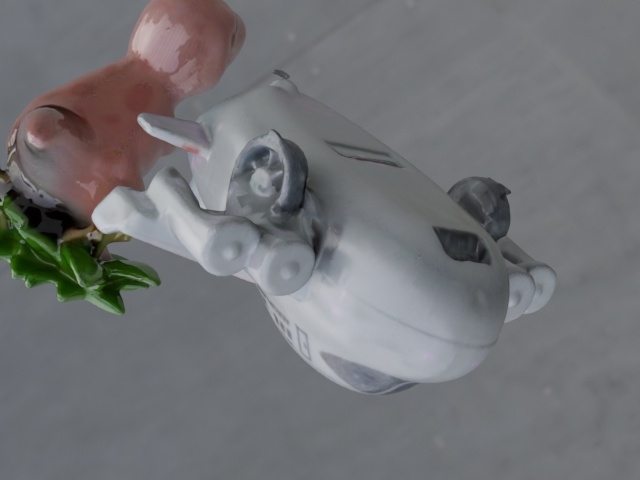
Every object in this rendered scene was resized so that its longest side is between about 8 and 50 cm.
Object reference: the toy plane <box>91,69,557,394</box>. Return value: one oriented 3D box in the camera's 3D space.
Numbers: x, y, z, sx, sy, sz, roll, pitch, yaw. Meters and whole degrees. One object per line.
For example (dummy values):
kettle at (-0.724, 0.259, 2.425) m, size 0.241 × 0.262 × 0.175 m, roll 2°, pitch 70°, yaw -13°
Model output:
toy plane at (0.002, -0.004, 1.005) m, size 0.252 × 0.118 × 0.252 m, roll 20°, pitch -165°, yaw -6°

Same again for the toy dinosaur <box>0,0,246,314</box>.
toy dinosaur at (-0.117, -0.057, 1.145) m, size 0.152 × 0.177 × 0.194 m, roll 39°, pitch -155°, yaw 27°
